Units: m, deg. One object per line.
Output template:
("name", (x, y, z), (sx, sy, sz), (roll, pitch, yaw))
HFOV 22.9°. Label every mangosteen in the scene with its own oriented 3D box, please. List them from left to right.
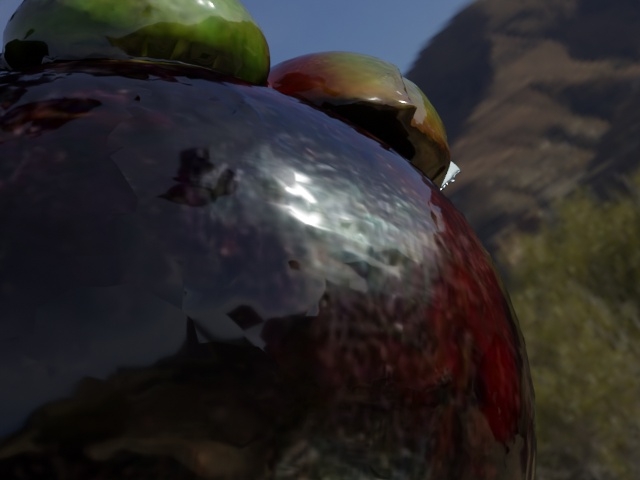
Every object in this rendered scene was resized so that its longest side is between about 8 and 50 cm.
("mangosteen", (-0.077, 0.059, 0.550), (0.300, 0.300, 0.300), (-33, -5, -3))

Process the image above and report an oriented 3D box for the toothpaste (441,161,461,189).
("toothpaste", (0.000, 0.000, 1.088), (0.067, 0.081, 0.336), (-52, -5, 31))
